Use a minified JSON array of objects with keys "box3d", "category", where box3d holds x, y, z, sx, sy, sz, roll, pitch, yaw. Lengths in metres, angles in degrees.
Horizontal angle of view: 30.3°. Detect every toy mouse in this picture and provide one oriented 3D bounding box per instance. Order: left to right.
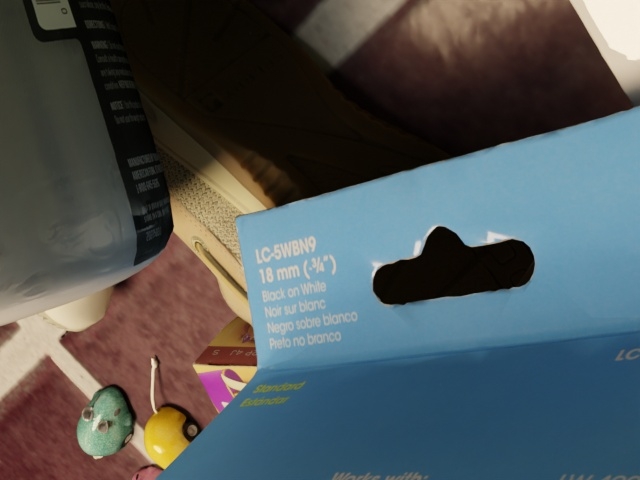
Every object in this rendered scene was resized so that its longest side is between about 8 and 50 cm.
[{"box3d":[-0.133,0.160,0.853,0.143,0.031,0.161,-10,117,43],"category":"toy mouse"}]

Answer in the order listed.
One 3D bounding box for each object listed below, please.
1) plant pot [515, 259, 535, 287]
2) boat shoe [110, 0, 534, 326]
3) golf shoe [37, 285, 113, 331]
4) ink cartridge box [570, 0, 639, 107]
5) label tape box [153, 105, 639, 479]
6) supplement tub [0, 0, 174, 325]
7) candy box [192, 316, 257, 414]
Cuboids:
[{"box3d":[0.181,0.077,0.424,0.230,0.215,0.215,38,140,25],"category":"plant pot"},{"box3d":[0.000,0.000,0.562,0.302,0.109,0.098,43,143,11],"category":"boat shoe"},{"box3d":[-0.128,-0.004,0.690,0.086,0.069,0.176,21,135,16],"category":"golf shoe"},{"box3d":[0.141,-0.149,0.328,0.189,0.097,0.255,-21,110,46],"category":"ink cartridge box"},{"box3d":[0.037,0.143,0.385,0.241,0.106,0.333,-13,89,48],"category":"label tape box"},{"box3d":[-0.199,-0.124,0.462,0.207,0.207,0.338,-12,97,44],"category":"supplement tub"},{"box3d":[0.013,0.132,0.698,0.109,0.053,0.186,-2,123,40],"category":"candy box"}]
